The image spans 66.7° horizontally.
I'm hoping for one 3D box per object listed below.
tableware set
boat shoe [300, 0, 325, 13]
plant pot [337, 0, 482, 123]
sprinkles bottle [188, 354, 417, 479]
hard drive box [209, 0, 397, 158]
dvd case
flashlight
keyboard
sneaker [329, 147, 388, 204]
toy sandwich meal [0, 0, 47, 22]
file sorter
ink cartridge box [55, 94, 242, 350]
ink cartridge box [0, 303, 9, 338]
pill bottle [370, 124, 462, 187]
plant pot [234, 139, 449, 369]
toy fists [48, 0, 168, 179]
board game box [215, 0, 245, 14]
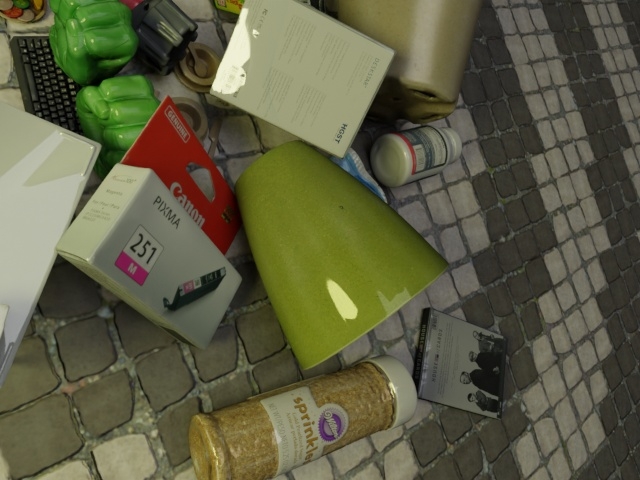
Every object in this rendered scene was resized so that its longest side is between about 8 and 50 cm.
[{"bbox_3d":[-0.209,-0.243,0.793,0.128,0.039,0.194,19,70,-27],"label":"tableware set"},{"bbox_3d":[-0.036,-0.381,0.890,0.113,0.105,0.306,26,68,-25],"label":"boat shoe"},{"bbox_3d":[0.159,-0.399,0.915,0.334,0.334,0.305,10,85,-30],"label":"plant pot"},{"bbox_3d":[-0.016,0.278,0.756,0.355,0.121,0.121,-8,84,-32],"label":"sprinkles bottle"},{"bbox_3d":[-0.027,-0.262,0.763,0.232,0.089,0.181,26,107,-6],"label":"hard drive box"},{"bbox_3d":[0.295,0.258,1.008,0.239,0.029,0.179,23,69,-26],"label":"dvd case"},{"bbox_3d":[-0.316,-0.390,0.702,0.304,0.103,0.103,39,75,-10],"label":"flashlight"},{"bbox_3d":[-0.366,-0.207,0.698,0.108,0.023,0.180,-13,88,-33],"label":"keyboard"},{"bbox_3d":[0.065,-0.098,0.933,0.073,0.063,0.162,-39,97,-14],"label":"sneaker"},{"bbox_3d":[-0.429,-0.350,0.684,0.085,0.029,0.085,7,76,-31],"label":"toy sandwich meal"},{"bbox_3d":[-0.403,-0.003,0.541,0.193,0.173,0.277,23,69,-27],"label":"file sorter"},{"bbox_3d":[-0.180,-0.011,0.659,0.239,0.060,0.275,-65,153,-24],"label":"ink cartridge box"},{"bbox_3d":[-0.327,0.097,0.451,0.048,0.028,0.083,18,72,-30],"label":"ink cartridge box"},{"bbox_3d":[0.200,-0.178,0.994,0.180,0.108,0.108,-19,90,-34],"label":"pill bottle"},{"bbox_3d":[0.000,0.000,0.764,0.275,0.275,0.293,-32,83,-33],"label":"plant pot"},{"bbox_3d":[-0.289,-0.212,0.653,0.096,0.142,0.279,-18,90,-44],"label":"toy fists"},{"bbox_3d":[-0.104,-0.476,0.878,0.092,0.043,0.181,23,62,17],"label":"board game box"}]
